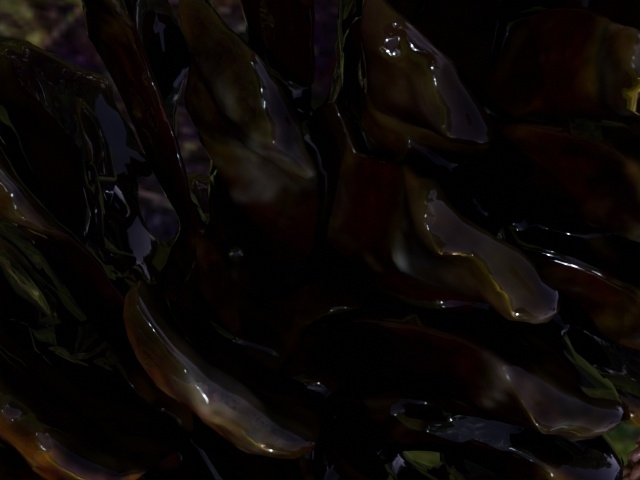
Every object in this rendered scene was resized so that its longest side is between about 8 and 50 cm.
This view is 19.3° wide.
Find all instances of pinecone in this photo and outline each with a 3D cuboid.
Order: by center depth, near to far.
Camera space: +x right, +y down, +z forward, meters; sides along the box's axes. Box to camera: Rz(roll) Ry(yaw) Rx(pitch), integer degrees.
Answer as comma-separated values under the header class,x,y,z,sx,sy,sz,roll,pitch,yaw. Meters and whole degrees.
class,x,y,z,sx,sy,sz,roll,pitch,yaw
pinecone,0.000,0.000,0.545,0.309,0.244,0.244,-52,154,13

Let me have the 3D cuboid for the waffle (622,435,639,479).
class,x,y,z,sx,sy,sz,roll,pitch,yaw
waffle,0.176,0.118,0.869,0.083,0.075,0.029,-54,170,-48
